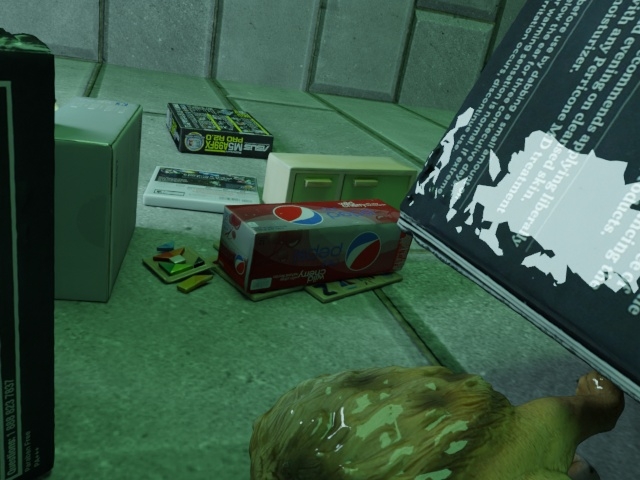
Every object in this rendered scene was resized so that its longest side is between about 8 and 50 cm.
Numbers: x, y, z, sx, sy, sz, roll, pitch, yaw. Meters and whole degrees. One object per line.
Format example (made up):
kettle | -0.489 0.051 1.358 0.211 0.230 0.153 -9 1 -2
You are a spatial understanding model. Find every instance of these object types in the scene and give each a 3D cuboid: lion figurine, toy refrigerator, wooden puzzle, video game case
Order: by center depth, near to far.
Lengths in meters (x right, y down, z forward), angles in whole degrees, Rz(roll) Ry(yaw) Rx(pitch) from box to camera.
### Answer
lion figurine | 0.135 0.195 0.283 0.240 0.142 0.392 -3 26 -31
wooden puzzle | -0.180 0.028 0.712 0.116 0.014 0.079 25 31 35
video game case | -0.205 -0.090 0.990 0.190 0.022 0.173 5 23 -11
toy refrigerator | 0.040 -0.093 1.005 0.270 0.102 0.094 -2 25 -31

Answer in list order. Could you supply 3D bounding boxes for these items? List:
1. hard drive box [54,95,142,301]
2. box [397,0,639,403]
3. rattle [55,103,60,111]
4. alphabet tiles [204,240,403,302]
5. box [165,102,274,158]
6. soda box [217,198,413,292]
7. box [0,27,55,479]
hard drive box | -0.278 -0.062 0.673 0.089 0.181 0.232 5 22 -13
box | 0.405 0.036 0.407 0.480 0.297 0.472 23 15 -34
rattle | -0.480 -0.160 0.978 0.143 0.130 0.199 -28 69 -42
alphabet tiles | -0.032 0.033 0.785 0.237 0.009 0.198 -11 30 -42
box | -0.254 -0.271 1.366 0.216 0.060 0.270 2 24 -23
soda box | 0.000 0.000 0.755 0.263 0.083 0.092 -4 27 -35
box | -0.313 0.031 0.266 0.183 0.296 0.294 23 24 28
